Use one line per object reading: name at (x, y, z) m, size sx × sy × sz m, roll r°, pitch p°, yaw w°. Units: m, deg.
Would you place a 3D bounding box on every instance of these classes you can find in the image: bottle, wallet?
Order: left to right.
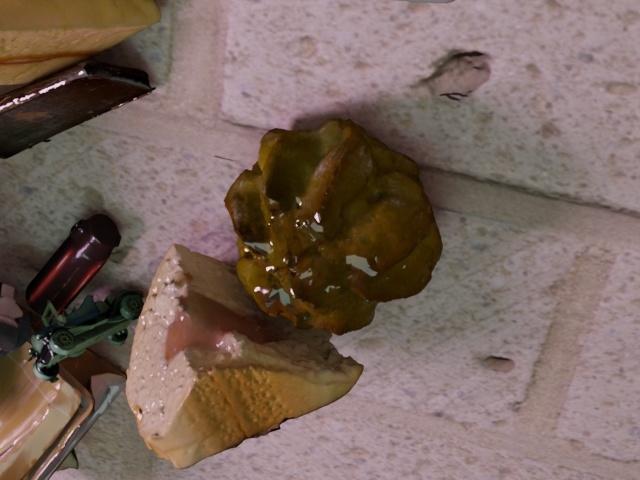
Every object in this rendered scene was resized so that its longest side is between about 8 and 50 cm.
wallet at (-0.299, -0.142, 1.320) m, size 0.232 × 0.122 × 0.031 m, roll -19°, pitch 78°, yaw 27°
bottle at (-0.298, 0.028, 1.489) m, size 0.060 × 0.060 × 0.164 m, roll 35°, pitch 129°, yaw -15°

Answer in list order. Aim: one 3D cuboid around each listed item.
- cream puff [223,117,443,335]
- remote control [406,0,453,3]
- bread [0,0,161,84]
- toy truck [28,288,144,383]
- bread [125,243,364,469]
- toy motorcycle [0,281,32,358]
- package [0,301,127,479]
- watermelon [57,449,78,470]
cream puff at (0.008, -0.011, 1.304) m, size 0.244 × 0.196 × 0.244 m, roll -2°, pitch 107°, yaw -5°
remote control at (0.066, -0.348, 1.067) m, size 0.140 × 0.056 × 0.296 m, roll 6°, pitch 129°, yaw 9°
bread at (-0.297, -0.185, 1.172) m, size 0.167 × 0.264 × 0.163 m, roll -20°, pitch 120°, yaw 36°
toy truck at (-0.291, 0.101, 1.501) m, size 0.078 × 0.154 × 0.080 m, roll 50°, pitch 135°, yaw 12°
bread at (-0.107, 0.159, 1.405) m, size 0.224 × 0.184 × 0.211 m, roll 20°, pitch 114°, yaw -28°
toy motorcycle at (-0.436, 0.147, 1.481) m, size 0.221 × 0.150 × 0.102 m, roll -40°, pitch 135°, yaw 25°
package at (-0.421, 0.262, 1.575) m, size 0.221 × 0.165 × 0.311 m, roll 36°, pitch 103°, yaw -16°
watermelon at (-0.452, 0.263, 1.693) m, size 0.245 × 0.063 × 0.119 m, roll 6°, pitch 106°, yaw -12°
